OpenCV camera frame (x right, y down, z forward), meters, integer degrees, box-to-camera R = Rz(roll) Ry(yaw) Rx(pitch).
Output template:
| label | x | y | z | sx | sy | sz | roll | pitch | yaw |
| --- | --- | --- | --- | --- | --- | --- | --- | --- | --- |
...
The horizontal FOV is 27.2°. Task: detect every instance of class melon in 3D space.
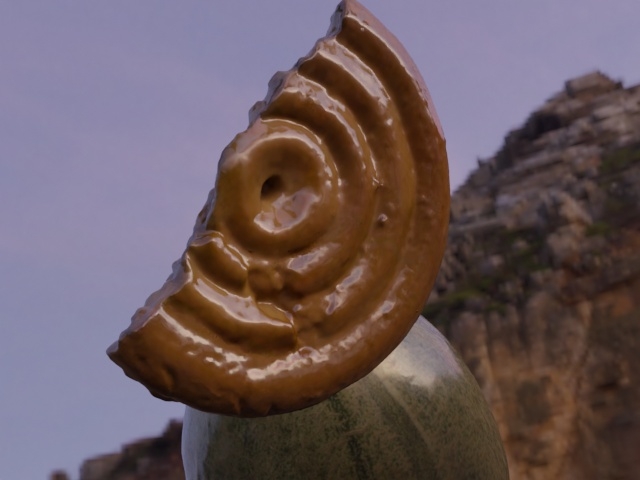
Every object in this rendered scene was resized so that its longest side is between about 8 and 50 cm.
| label | x | y | z | sx | sy | sz | roll | pitch | yaw |
| --- | --- | --- | --- | --- | --- | --- | --- | --- | --- |
| melon | 0.019 | 0.176 | 1.016 | 0.249 | 0.248 | 0.329 | -12 | -51 | 6 |

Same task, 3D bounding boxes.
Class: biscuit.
| label | x | y | z | sx | sy | sz | roll | pitch | yaw |
| --- | --- | --- | --- | --- | --- | --- | --- | --- | --- |
| biscuit | 0.001 | 0.000 | 0.661 | 0.144 | 0.224 | 0.033 | 43 | -20 | -24 |
